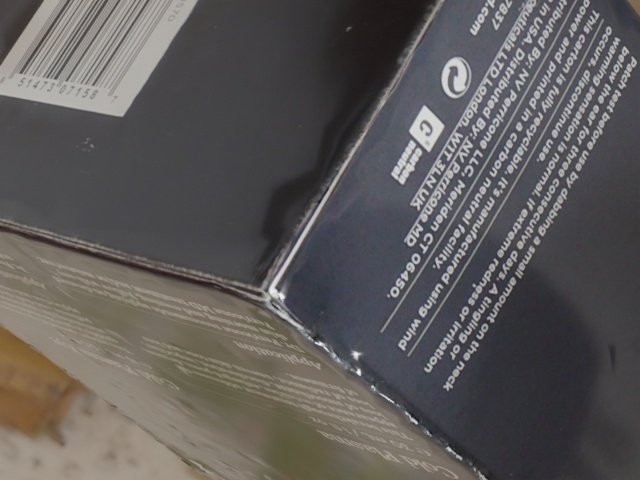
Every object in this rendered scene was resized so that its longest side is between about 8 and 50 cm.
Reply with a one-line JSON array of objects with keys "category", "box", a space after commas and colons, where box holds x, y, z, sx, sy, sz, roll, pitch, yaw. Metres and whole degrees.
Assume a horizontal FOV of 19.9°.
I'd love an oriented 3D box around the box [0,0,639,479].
[{"category": "box", "box": [0.000, 0.000, 0.788, 0.343, 0.179, 0.312, 14, 157, 46]}]
